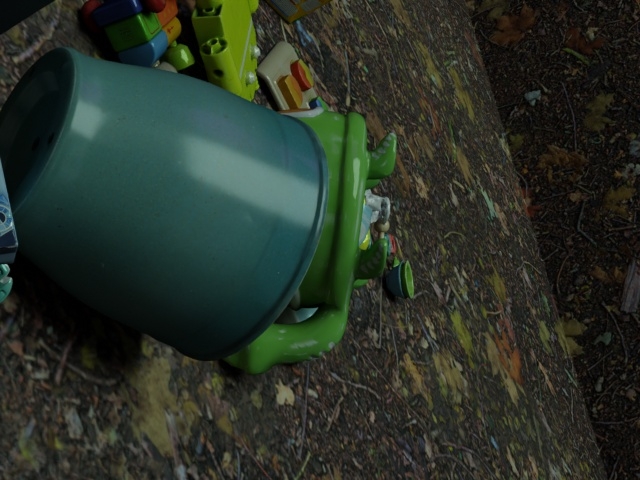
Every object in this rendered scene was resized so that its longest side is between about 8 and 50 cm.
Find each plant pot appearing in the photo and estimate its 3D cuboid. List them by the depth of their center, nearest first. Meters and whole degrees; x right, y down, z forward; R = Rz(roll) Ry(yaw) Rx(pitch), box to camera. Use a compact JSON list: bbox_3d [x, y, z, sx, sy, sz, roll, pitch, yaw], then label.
[{"bbox_3d":[-0.177,-0.050,0.906,0.255,0.272,0.271,26,43,-36],"label":"plant pot"}]

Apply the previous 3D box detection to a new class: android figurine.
[{"bbox_3d":[-0.132,-0.304,1.372,0.272,0.056,0.248,77,14,-46],"label":"android figurine"}]

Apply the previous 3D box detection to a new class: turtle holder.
[{"bbox_3d":[-0.039,-0.011,1.197,0.243,0.228,0.320,-94,-169,-73],"label":"turtle holder"}]

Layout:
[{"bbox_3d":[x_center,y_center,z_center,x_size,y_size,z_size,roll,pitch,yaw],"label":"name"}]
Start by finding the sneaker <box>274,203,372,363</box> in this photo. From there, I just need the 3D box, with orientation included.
[{"bbox_3d":[0.000,0.000,1.360,0.135,0.150,0.366,43,32,-42],"label":"sneaker"}]

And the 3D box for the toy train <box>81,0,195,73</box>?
[{"bbox_3d":[-0.210,-0.290,1.259,0.248,0.105,0.143,-71,143,-59],"label":"toy train"}]

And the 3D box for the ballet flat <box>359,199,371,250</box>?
[{"bbox_3d":[0.038,-0.079,1.634,0.077,0.077,0.231,21,49,-38],"label":"ballet flat"}]

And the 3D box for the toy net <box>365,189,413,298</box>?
[{"bbox_3d":[0.129,-0.007,1.724,0.122,0.045,0.232,-69,147,-56],"label":"toy net"}]

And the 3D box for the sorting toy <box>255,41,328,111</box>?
[{"bbox_3d":[-0.031,-0.247,1.681,0.208,0.038,0.193,58,24,-18],"label":"sorting toy"}]

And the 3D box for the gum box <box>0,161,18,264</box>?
[{"bbox_3d":[-0.329,-0.062,0.719,0.157,0.041,0.184,-9,71,-27],"label":"gum box"}]

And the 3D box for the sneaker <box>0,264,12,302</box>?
[{"bbox_3d":[-0.325,-0.010,0.784,0.166,0.065,0.076,51,-5,-12],"label":"sneaker"}]

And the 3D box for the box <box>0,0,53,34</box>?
[{"bbox_3d":[-0.390,-0.398,0.806,0.293,0.212,0.395,27,43,-57],"label":"box"}]

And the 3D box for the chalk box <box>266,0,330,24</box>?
[{"bbox_3d":[-0.057,-0.554,1.809,0.132,0.132,0.213,35,37,-50],"label":"chalk box"}]
